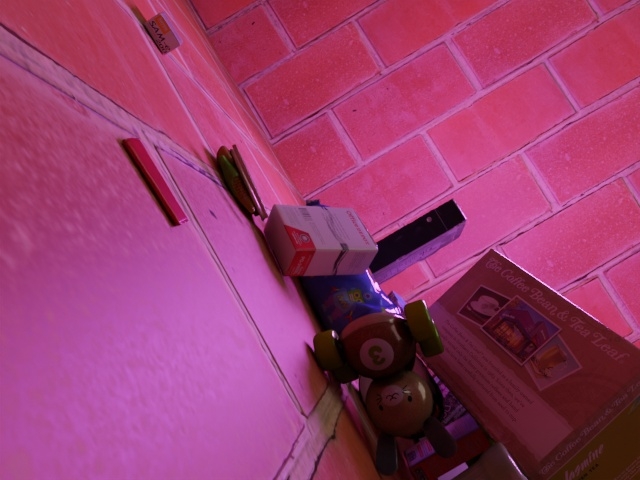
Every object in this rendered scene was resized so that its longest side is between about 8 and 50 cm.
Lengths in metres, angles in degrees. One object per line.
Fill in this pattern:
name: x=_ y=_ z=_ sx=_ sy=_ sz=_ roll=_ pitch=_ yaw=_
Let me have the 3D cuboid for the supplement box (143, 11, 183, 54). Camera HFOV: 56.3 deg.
supplement box: x=-0.277 y=-0.368 z=1.062 sx=0.062 sy=0.036 sz=0.098 roll=58 pitch=3 yaw=-23

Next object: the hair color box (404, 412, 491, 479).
hair color box: x=0.224 y=0.370 z=1.062 sx=0.043 sy=0.141 sz=0.072 roll=59 pitch=4 yaw=-6

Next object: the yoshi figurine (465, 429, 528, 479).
yoshi figurine: x=0.342 y=0.506 z=1.034 sx=0.204 sy=0.203 sz=0.362 roll=16 pitch=32 yaw=-19

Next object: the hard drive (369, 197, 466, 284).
hard drive: x=0.157 y=0.039 z=1.329 sx=0.064 sy=0.339 sz=0.237 roll=60 pitch=2 yaw=12

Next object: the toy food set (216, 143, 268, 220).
toy food set: x=-0.124 y=-0.087 z=0.937 sx=0.192 sy=0.039 sz=0.132 roll=-135 pitch=-159 yaw=-81

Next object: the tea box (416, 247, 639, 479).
tea box: x=0.354 y=0.238 z=0.933 sx=0.323 sy=0.220 sz=0.329 roll=47 pitch=1 yaw=-33

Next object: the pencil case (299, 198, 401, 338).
pencil case: x=0.035 y=0.065 z=1.058 sx=0.306 sy=0.133 sz=0.119 roll=63 pitch=4 yaw=39

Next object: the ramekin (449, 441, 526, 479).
ramekin: x=0.207 y=0.383 z=0.617 sx=0.303 sy=0.148 sz=0.303 roll=59 pitch=3 yaw=-6

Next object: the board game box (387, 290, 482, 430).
board game box: x=0.231 y=0.270 z=1.268 sx=0.291 sy=0.141 sz=0.232 roll=38 pitch=7 yaw=-5

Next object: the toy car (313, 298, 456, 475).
toy car: x=0.096 y=0.198 z=0.775 sx=0.149 sy=0.155 sz=0.188 roll=54 pitch=18 yaw=-58

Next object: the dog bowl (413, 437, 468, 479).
dog bowl: x=0.376 y=0.586 z=1.373 sx=0.407 sy=0.150 sz=0.408 roll=59 pitch=3 yaw=-6

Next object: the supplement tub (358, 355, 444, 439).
supplement tub: x=0.144 y=0.267 z=1.013 sx=0.117 sy=0.117 sz=0.190 roll=62 pitch=5 yaw=37

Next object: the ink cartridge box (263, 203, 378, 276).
ink cartridge box: x=0.000 y=0.000 z=0.961 sx=0.151 sy=0.063 sz=0.109 roll=1 pitch=41 yaw=-30

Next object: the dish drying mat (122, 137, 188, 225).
dish drying mat: x=-0.140 y=-0.050 z=0.511 sx=0.083 sy=0.008 sz=0.032 roll=60 pitch=4 yaw=-6
